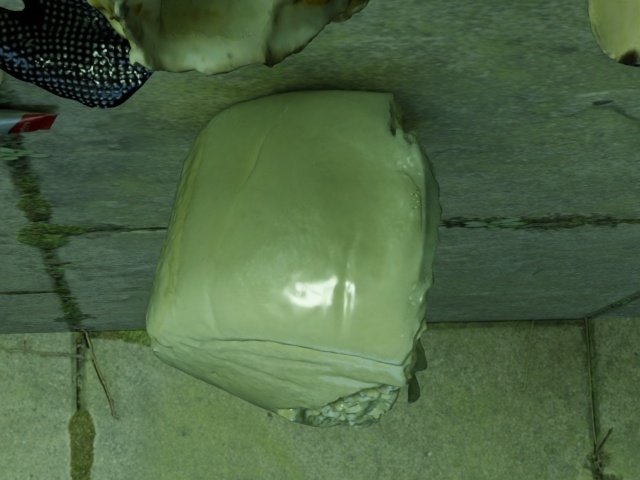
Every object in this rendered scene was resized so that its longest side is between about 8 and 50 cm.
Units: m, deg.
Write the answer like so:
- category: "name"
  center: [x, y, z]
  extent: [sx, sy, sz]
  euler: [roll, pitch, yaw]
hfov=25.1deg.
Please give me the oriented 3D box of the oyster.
- category: "oyster"
  center: [-0.037, -0.157, 0.600]
  extent: [0.166, 0.110, 0.341]
  euler: [-53, 170, 27]

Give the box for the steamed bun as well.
- category: "steamed bun"
  center: [0.000, 0.000, 1.239]
  extent: [0.274, 0.290, 0.272]
  euler: [9, 153, -11]

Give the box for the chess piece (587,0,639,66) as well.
- category: "chess piece"
  center: [0.325, -0.167, 0.840]
  extent: [0.307, 0.124, 0.138]
  euler: [-4, 126, -15]

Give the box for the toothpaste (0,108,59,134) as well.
- category: "toothpaste"
  center: [-0.323, -0.102, 1.231]
  extent: [0.191, 0.031, 0.048]
  euler: [-1, 167, -21]

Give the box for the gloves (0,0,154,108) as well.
- category: "gloves"
  center: [-0.161, -0.164, 0.815]
  extent: [0.181, 0.106, 0.129]
  euler: [37, 149, -26]

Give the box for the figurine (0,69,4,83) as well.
- category: "figurine"
  center: [-0.317, -0.087, 1.034]
  extent: [0.133, 0.200, 0.276]
  euler: [41, 159, -6]
